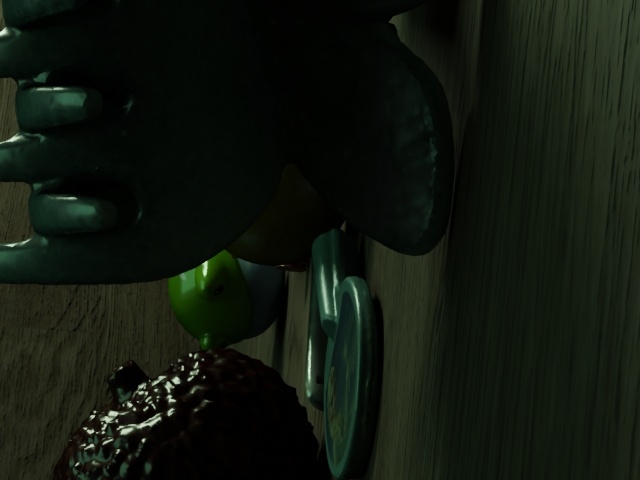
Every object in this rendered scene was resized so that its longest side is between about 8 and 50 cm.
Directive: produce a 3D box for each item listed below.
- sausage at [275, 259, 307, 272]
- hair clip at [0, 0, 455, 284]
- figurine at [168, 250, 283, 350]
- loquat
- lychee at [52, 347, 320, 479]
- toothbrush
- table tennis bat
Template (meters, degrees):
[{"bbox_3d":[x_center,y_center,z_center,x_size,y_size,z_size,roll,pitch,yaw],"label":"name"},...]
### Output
[{"bbox_3d":[-0.025,-0.032,1.876,0.034,0.034,0.130,130,147,-80],"label":"sausage"},{"bbox_3d":[-0.099,-0.133,1.041,0.392,0.238,0.318,3,100,49],"label":"hair clip"},{"bbox_3d":[-0.107,0.030,2.178,0.263,0.143,0.162,-72,-10,-56],"label":"figurine"},{"bbox_3d":[-0.037,-0.060,1.493,0.195,0.152,0.152,91,-179,-64],"label":"loquat"},{"bbox_3d":[-0.116,0.223,1.548,0.260,0.260,0.261,-174,90,-84],"label":"lychee"},{"bbox_3d":[-0.003,0.003,1.580,0.040,0.042,0.418,-43,29,31],"label":"toothbrush"},{"bbox_3d":[0.019,0.077,1.346,0.237,0.038,0.149,-95,12,-49],"label":"table tennis bat"}]
